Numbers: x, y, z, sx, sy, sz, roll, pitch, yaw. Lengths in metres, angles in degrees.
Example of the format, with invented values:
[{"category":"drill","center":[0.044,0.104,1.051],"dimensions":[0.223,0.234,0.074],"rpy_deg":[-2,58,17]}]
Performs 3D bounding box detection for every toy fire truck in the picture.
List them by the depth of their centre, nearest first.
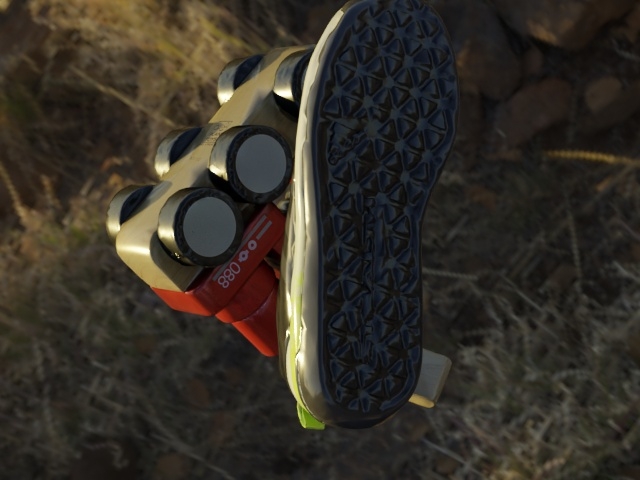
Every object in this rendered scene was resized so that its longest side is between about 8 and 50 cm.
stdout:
[{"category":"toy fire truck","center":[0.000,0.000,1.122],"dimensions":[0.217,0.246,0.158],"rpy_deg":[-52,28,-20]}]

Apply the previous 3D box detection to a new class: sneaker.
[{"category":"sneaker","center":[0.008,-0.015,0.773],"dimensions":[0.097,0.084,0.234],"rpy_deg":[-171,89,-67]}]
